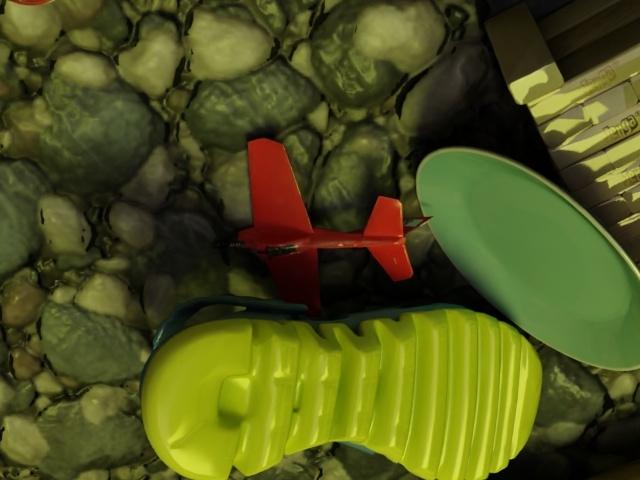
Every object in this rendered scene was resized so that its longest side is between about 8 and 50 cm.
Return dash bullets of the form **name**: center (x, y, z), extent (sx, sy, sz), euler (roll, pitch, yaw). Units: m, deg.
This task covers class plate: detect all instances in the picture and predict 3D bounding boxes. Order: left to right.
- **plate**: center (0.138, 0.007, 0.720), extent (0.024, 0.188, 0.188), euler (-45, 121, -20)

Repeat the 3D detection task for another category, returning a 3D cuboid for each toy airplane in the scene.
- **toy airplane**: center (0.000, 0.000, 0.768), extent (0.151, 0.028, 0.151), euler (4, 127, 5)

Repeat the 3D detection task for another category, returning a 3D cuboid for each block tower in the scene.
- **block tower**: center (0.221, -0.009, 0.744), extent (0.097, 0.091, 0.335), euler (-28, 120, 13)

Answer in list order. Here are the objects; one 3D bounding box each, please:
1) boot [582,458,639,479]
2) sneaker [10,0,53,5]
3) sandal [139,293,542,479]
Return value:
- **boot**: center (0.215, 0.190, 0.840), extent (0.270, 0.089, 0.236), euler (-21, 159, 12)
- **sneaker**: center (-0.123, -0.235, 0.580), extent (0.087, 0.128, 0.221), euler (14, 110, 16)
- **sandal**: center (0.012, 0.090, 0.785), extent (0.318, 0.138, 0.126), euler (10, 94, -30)
